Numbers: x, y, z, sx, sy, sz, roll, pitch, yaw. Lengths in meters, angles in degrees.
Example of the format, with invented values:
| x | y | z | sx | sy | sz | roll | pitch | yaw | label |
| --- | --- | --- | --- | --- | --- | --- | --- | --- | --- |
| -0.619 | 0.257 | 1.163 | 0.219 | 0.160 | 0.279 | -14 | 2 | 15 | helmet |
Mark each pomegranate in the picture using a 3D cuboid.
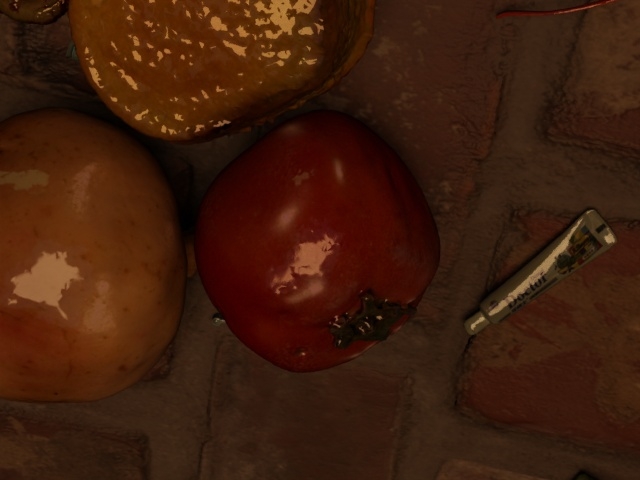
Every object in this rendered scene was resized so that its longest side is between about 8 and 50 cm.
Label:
| x | y | z | sx | sy | sz | roll | pitch | yaw | label |
| --- | --- | --- | --- | --- | --- | --- | --- | --- | --- |
| -0.335 | 0.020 | 1.311 | 0.411 | 0.411 | 0.412 | 1 | 112 | 4 | pomegranate |

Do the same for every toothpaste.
| x | y | z | sx | sy | sz | roll | pitch | yaw | label |
| --- | --- | --- | --- | --- | --- | --- | --- | --- | --- |
| 0.311 | 0.053 | 1.457 | 0.255 | 0.037 | 0.067 | -39 | 104 | 13 | toothpaste |

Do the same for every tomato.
| x | y | z | sx | sy | sz | roll | pitch | yaw | label |
| --- | --- | --- | --- | --- | --- | --- | --- | --- | --- |
| 0.000 | 0.000 | 1.305 | 0.293 | 0.290 | 0.325 | -44 | 147 | 22 | tomato |

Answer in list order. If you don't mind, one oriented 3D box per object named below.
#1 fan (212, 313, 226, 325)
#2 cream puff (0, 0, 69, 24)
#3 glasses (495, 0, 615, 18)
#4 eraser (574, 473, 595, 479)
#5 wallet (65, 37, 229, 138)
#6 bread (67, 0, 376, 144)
| x | y | z | sx | sy | sz | roll | pitch | yaw | label |
| --- | --- | --- | --- | --- | --- | --- | --- | --- | --- |
| -0.068 | 0.121 | 1.519 | 0.193 | 0.016 | 0.038 | -1 | 113 | 4 | fan |
| -0.377 | -0.358 | 1.318 | 0.148 | 0.084 | 0.149 | 3 | 110 | 8 | cream puff |
| 0.319 | -0.391 | 1.237 | 0.268 | 0.118 | 0.234 | -22 | 110 | 12 | glasses |
| 0.466 | 0.516 | 1.597 | 0.274 | 0.092 | 0.210 | 34 | 109 | -10 | eraser |
| -0.195 | -0.265 | 1.346 | 0.250 | 0.075 | 0.176 | 26 | 114 | -7 | wallet |
| -0.117 | -0.277 | 1.181 | 0.358 | 0.204 | 0.337 | -27 | 113 | 17 | bread |
